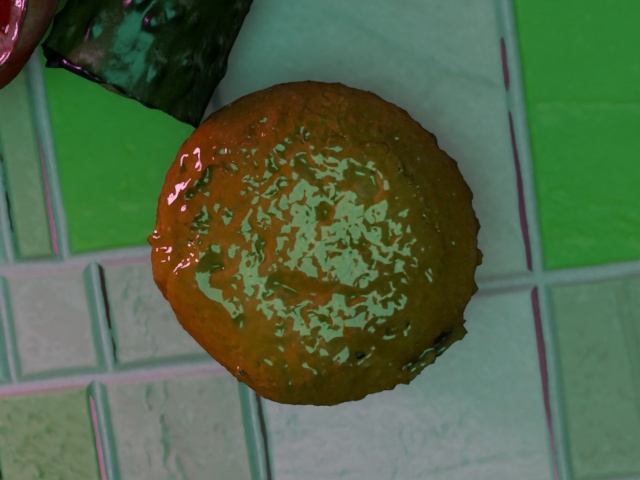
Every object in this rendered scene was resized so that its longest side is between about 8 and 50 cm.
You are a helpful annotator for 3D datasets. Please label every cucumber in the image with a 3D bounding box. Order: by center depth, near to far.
[{"bbox_3d":[-0.092,-0.206,1.349,0.134,0.134,0.244,28,91,1],"label":"cucumber"}]

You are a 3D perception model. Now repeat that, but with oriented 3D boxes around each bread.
[{"bbox_3d":[-0.002,-0.001,1.356,0.240,0.139,0.240,1,99,6],"label":"bread"}]

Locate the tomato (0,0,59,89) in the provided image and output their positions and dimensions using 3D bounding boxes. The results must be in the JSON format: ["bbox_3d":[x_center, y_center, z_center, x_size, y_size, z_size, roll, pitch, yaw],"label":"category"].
[{"bbox_3d":[-0.282,-0.202,1.362,0.236,0.095,0.237,4,101,24],"label":"tomato"}]
